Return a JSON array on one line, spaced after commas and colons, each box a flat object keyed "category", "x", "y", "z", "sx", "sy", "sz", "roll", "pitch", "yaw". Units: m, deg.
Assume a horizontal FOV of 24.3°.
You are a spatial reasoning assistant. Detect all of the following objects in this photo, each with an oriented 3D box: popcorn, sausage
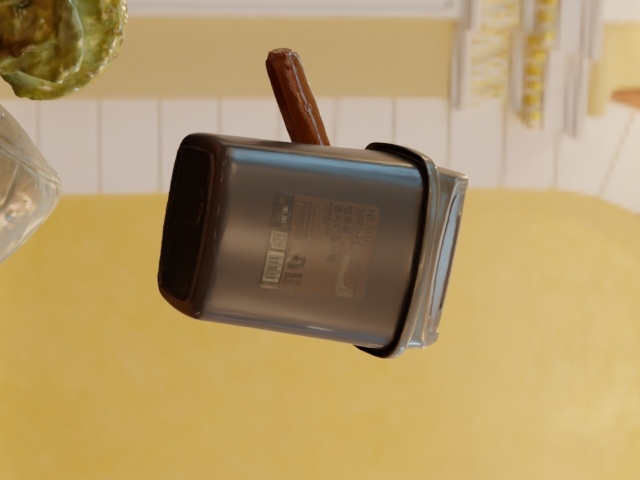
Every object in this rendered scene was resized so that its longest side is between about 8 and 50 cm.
[{"category": "popcorn", "x": -0.329, "y": -0.273, "z": 1.718, "sx": 0.204, "sy": 0.221, "sz": 0.184, "roll": -57, "pitch": -176, "yaw": 5}, {"category": "sausage", "x": -0.026, "y": -0.152, "z": 1.659, "sx": 0.041, "sy": 0.039, "sz": 0.131, "roll": 14, "pitch": -52, "yaw": 65}]

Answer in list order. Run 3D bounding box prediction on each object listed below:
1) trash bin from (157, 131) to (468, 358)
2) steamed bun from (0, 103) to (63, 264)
[{"category": "trash bin", "x": 0.000, "y": 0.000, "z": 1.458, "sx": 0.182, "sy": 0.290, "sz": 0.209, "roll": -153, "pitch": -108, "yaw": -64}, {"category": "steamed bun", "x": -0.487, "y": -0.090, "z": 1.754, "sx": 0.247, "sy": 0.383, "sz": 0.236, "roll": -49, "pitch": -144, "yaw": 1}]
